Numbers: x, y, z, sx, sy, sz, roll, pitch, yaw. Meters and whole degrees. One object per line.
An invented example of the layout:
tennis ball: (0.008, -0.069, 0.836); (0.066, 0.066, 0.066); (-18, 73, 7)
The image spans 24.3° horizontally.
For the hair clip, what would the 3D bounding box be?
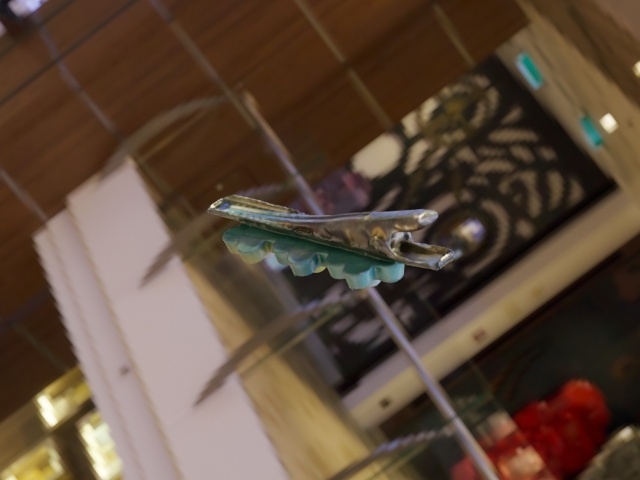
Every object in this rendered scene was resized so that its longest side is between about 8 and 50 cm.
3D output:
hair clip: (-0.001, 0.001, 0.838); (0.173, 0.049, 0.049); (8, -32, 43)
